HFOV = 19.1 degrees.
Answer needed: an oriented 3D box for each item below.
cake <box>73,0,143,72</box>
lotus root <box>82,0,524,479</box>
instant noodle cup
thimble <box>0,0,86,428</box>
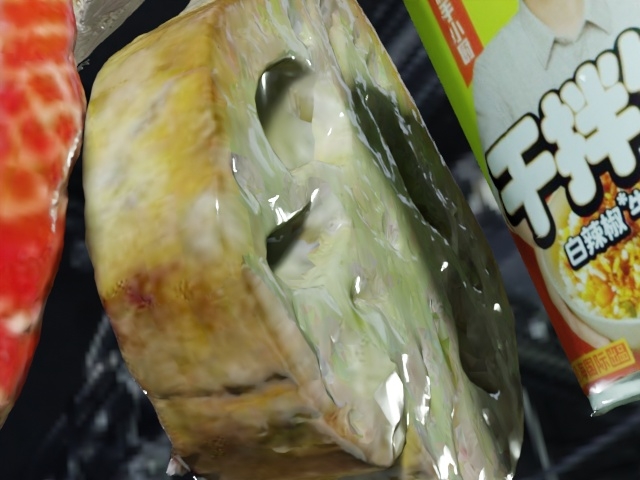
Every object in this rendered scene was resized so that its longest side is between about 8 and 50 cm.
[{"bbox_3d":[-0.161,-0.156,1.257,0.121,0.052,0.065,-40,-23,30],"label":"cake"},{"bbox_3d":[0.000,0.000,1.131,0.111,0.374,0.390,-22,-23,23],"label":"lotus root"},{"bbox_3d":[0.201,-0.087,1.014,0.294,0.307,0.294,-18,-10,-3],"label":"instant noodle cup"},{"bbox_3d":[-0.288,-0.028,0.943,0.231,0.350,0.350,18,-46,-32],"label":"thimble"}]
